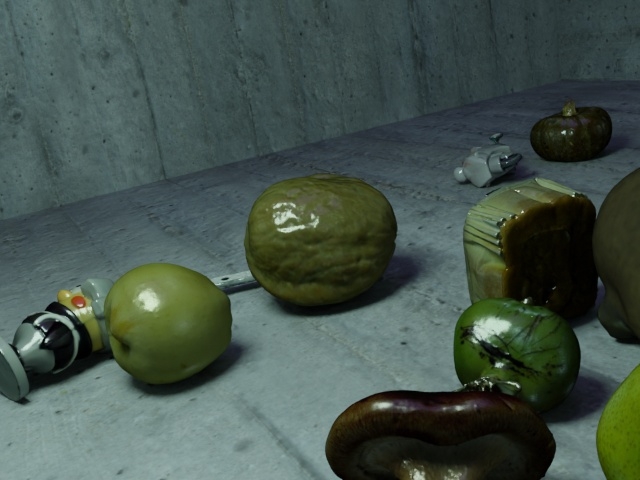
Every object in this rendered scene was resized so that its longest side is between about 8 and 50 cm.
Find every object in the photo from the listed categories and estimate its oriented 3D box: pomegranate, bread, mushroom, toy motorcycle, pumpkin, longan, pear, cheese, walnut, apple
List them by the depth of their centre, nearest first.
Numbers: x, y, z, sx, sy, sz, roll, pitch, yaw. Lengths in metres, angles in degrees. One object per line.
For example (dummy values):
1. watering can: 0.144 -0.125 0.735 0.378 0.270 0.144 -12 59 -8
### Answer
1. pear: 0.320 0.184 0.636 0.180 0.166 0.216 -49 -7 38
2. mushroom: 0.103 0.242 0.693 0.226 0.148 0.218 -10 31 18
3. pomegranate: 0.217 0.150 0.893 0.152 0.131 0.191 7 31 39
4. longan: 0.480 0.021 0.971 0.300 0.243 0.300 -46 17 18
5. bread: 0.310 0.029 1.096 0.192 0.210 0.109 -18 22 -23
6. apple: -0.235 0.127 1.154 0.199 0.200 0.200 -9 16 3
7. walnut: 0.000 0.000 1.355 0.282 0.283 0.227 -11 -27 -2
8. cheese: -0.107 0.065 1.506 0.234 0.050 0.127 -14 19 -10
9. toy motorcycle: 0.432 -0.203 2.009 0.170 0.110 0.260 -22 11 2
10. pumpkin: 0.699 -0.307 2.087 0.218 0.163 0.219 -10 12 2

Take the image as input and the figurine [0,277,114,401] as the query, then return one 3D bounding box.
1. figurine: -0.432 0.158 1.258 0.236 0.133 0.176 -32 8 -39
